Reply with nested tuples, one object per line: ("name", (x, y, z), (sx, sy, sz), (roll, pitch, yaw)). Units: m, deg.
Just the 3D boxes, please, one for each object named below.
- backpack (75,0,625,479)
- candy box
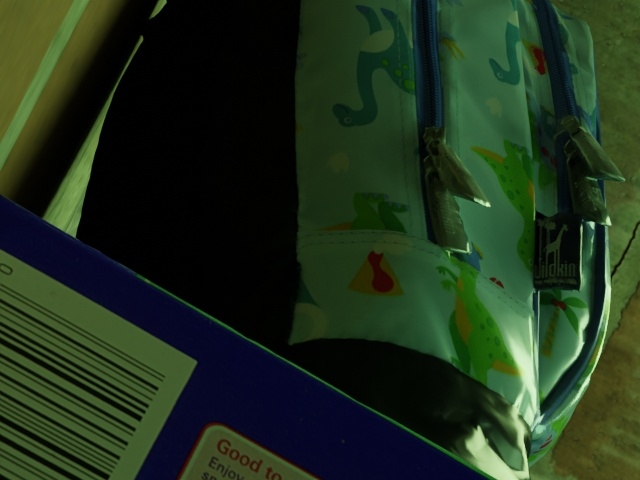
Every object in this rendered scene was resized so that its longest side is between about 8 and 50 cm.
("backpack", (0.000, 0.000, 0.739), (0.290, 0.273, 0.356), (126, -40, -50))
("candy box", (-0.047, 0.168, 0.519), (0.317, 0.268, 0.122), (-55, -173, 50))
